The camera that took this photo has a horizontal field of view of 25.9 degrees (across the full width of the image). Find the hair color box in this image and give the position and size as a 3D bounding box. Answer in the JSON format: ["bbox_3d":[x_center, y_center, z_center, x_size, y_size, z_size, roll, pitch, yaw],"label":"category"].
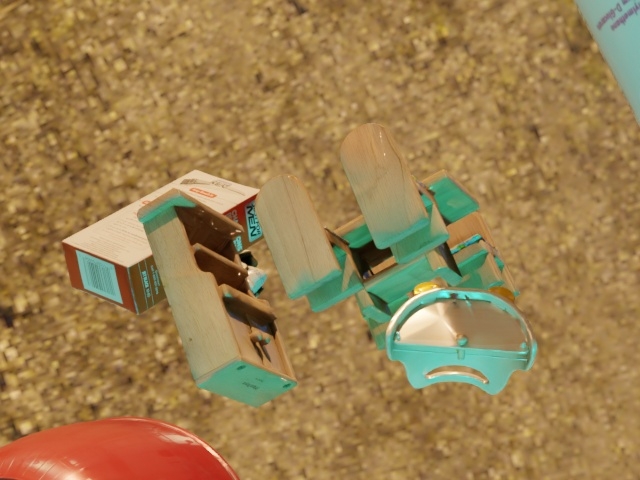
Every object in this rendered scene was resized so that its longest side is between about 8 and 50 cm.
[{"bbox_3d":[-0.138,-0.002,1.261,0.167,0.093,0.053,-33,127,-38],"label":"hair color box"}]

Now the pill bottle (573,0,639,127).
[{"bbox_3d":[0.256,-0.155,0.900,0.160,0.160,0.283,-9,71,-57],"label":"pill bottle"}]

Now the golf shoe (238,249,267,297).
[{"bbox_3d":[-0.092,0.049,1.324,0.176,0.086,0.069,-108,172,-67],"label":"golf shoe"}]

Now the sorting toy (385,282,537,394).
[{"bbox_3d":[0.080,0.065,0.804,0.075,0.083,0.045,89,7,-48],"label":"sorting toy"}]

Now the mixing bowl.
[{"bbox_3d":[-0.127,0.162,0.655,0.098,0.181,0.181,38,43,-58],"label":"mixing bowl"}]

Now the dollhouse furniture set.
[{"bbox_3d":[0.000,0.000,1.100,0.212,0.242,0.161,33,31,-59],"label":"dollhouse furniture set"}]
